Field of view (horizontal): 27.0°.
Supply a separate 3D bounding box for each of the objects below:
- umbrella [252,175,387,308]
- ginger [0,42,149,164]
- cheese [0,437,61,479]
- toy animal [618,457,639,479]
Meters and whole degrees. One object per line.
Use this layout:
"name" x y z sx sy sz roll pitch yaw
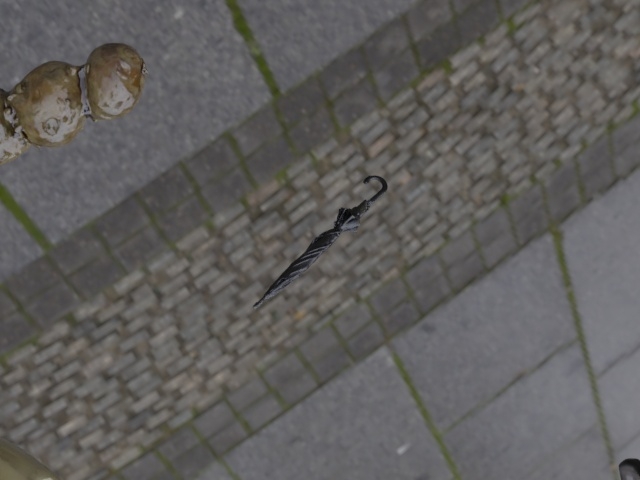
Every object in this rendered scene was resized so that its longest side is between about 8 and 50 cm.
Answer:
"umbrella" 0.004 0.002 0.966 0.149 0.022 0.022 -49 163 -27
"ginger" -0.267 -0.135 1.312 0.204 0.080 0.104 -16 142 -2
"cheese" -0.302 0.284 1.095 0.127 0.233 0.266 -20 106 -59
"toy animal" 0.431 0.291 1.366 0.344 0.194 0.303 -24 102 -42
